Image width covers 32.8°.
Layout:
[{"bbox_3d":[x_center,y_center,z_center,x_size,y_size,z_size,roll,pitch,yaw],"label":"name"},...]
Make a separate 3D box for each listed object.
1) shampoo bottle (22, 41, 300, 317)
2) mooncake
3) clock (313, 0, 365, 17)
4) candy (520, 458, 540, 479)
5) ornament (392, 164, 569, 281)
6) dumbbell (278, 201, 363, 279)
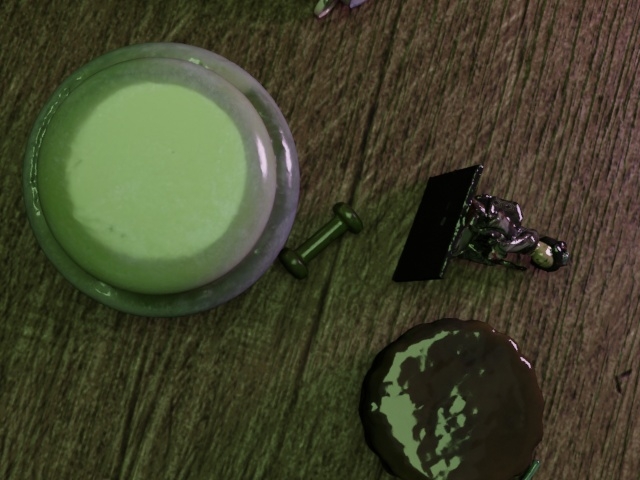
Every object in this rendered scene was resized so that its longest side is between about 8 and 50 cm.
[{"bbox_3d":[-0.188,-0.071,1.305,0.322,0.317,0.322,0,91,-6],"label":"shampoo bottle"},{"bbox_3d":[0.160,0.211,1.373,0.228,0.124,0.228,1,84,-8],"label":"mooncake"},{"bbox_3d":[0.069,-0.381,1.439,0.063,0.155,0.229,38,114,3],"label":"clock"},{"bbox_3d":[0.201,0.384,1.381,0.077,0.073,0.262,36,74,13],"label":"candy"},{"bbox_3d":[0.231,0.012,1.408,0.196,0.166,0.153,21,81,-15],"label":"ornament"},{"bbox_3d":[0.000,0.000,1.429,0.118,0.052,0.046,-40,113,-8],"label":"dumbbell"}]
